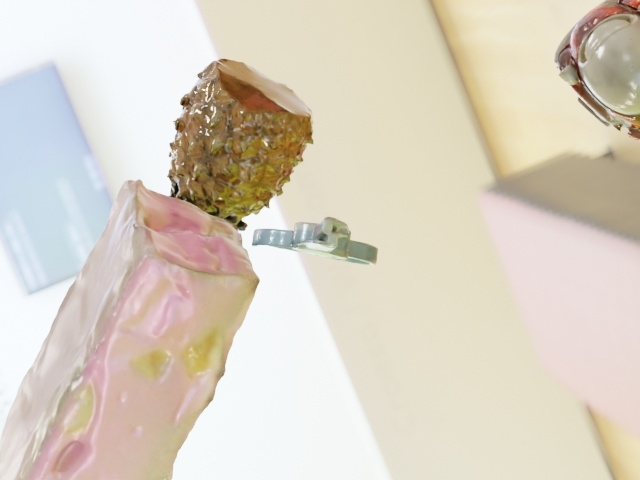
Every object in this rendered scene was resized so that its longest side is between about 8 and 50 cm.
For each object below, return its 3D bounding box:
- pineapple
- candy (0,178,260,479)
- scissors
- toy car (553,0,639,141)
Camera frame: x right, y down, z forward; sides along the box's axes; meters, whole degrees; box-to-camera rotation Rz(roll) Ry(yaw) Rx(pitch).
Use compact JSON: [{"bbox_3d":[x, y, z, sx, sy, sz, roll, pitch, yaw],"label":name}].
[{"bbox_3d":[-0.126,-0.058,2.060,0.158,0.278,0.158,28,-160,-11],"label":"pineapple"},{"bbox_3d":[-0.155,0.099,1.494,0.116,0.265,0.155,23,-162,-18],"label":"candy"},{"bbox_3d":[0.000,0.000,1.743,0.256,0.125,0.030,129,151,-85],"label":"scissors"},{"bbox_3d":[0.279,-0.149,1.641,0.139,0.112,0.112,50,-170,3],"label":"toy car"}]
